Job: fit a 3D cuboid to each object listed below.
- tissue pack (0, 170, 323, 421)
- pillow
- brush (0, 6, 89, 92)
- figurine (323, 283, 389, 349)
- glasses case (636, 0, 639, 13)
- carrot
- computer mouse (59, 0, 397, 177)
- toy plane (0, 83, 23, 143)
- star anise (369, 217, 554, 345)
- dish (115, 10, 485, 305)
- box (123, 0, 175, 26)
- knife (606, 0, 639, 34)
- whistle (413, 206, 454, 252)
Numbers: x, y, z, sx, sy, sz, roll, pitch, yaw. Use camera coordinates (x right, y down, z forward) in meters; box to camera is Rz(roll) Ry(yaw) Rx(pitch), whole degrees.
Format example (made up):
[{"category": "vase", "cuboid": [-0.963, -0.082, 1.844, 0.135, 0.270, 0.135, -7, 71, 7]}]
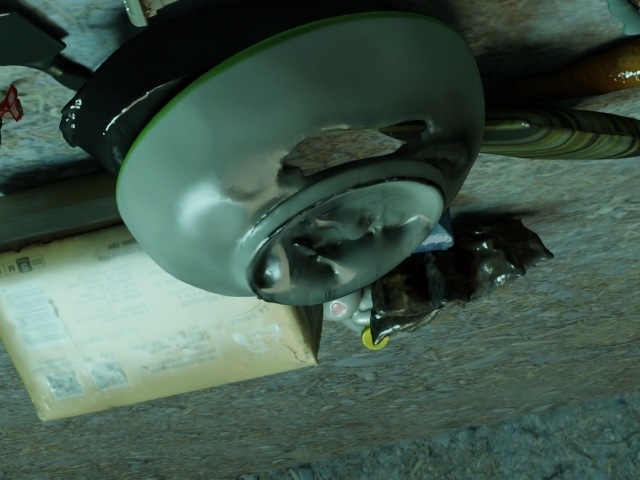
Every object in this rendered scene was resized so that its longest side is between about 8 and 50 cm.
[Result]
[{"category": "tissue pack", "cuboid": [-0.163, 0.021, 1.584, 0.305, 0.239, 0.238, -12, 163, 14]}, {"category": "pillow", "cuboid": [0.195, -0.102, 1.460, 0.212, 0.052, 0.208, 4, 180, -37]}, {"category": "brush", "cuboid": [-0.230, -0.149, 1.263, 0.063, 0.016, 0.193, -11, 163, 16]}, {"category": "figurine", "cuboid": [0.017, 0.078, 2.027, 0.178, 0.109, 0.129, 12, 178, -39]}, {"category": "glasses case", "cuboid": [0.345, -0.213, 1.220, 0.194, 0.049, 0.073, -14, 164, 24]}, {"category": "carrot", "cuboid": [0.260, -0.155, 1.408, 0.191, 0.047, 0.047, -11, 164, 34]}, {"category": "computer mouse", "cuboid": [-0.069, -0.136, 1.266, 0.295, 0.087, 0.168, -20, 155, -2]}, {"category": "toy plane", "cuboid": [-0.295, -0.090, 1.369, 0.037, 0.060, 0.145, 5, 145, -35]}, {"category": "star anise", "cuboid": [0.157, 0.035, 1.886, 0.223, 0.109, 0.236, -25, 175, 30]}, {"category": "dish", "cuboid": [0.005, -0.036, 1.275, 0.324, 0.124, 0.324, -21, 155, -10]}, {"category": "box", "cuboid": [-0.109, -0.204, 0.954, 0.062, 0.122, 0.089, -18, 164, -2]}, {"category": "knife", "cuboid": [0.232, -0.205, 1.265, 0.028, 0.015, 0.210, -8, 164, 26]}, {"category": "whistle", "cuboid": [0.000, 0.000, 1.794, 0.304, 0.062, 0.062, -8, 164, 4]}]
